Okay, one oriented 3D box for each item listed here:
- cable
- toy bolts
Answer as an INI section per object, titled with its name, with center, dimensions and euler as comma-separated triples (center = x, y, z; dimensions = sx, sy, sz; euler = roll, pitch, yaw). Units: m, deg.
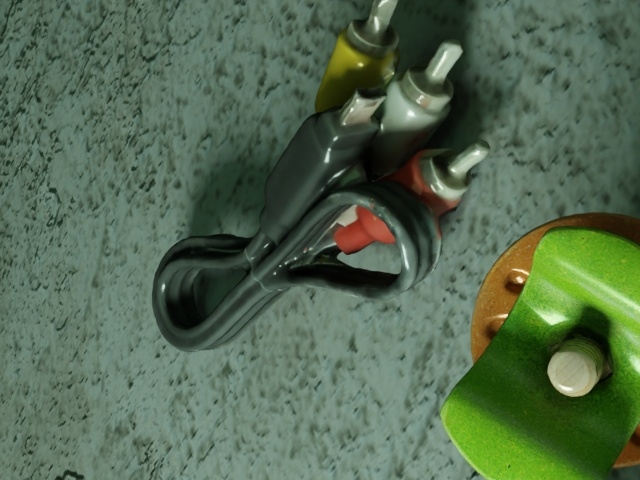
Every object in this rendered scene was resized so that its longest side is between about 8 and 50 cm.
[cable]
center = 0.000, 0.000, 1.021
dimensions = 0.139, 0.072, 0.287
euler = 64, 145, 20
[toy bolts]
center = 0.121, 0.125, 0.754
dimensions = 0.218, 0.158, 0.228
euler = 36, 102, 11
